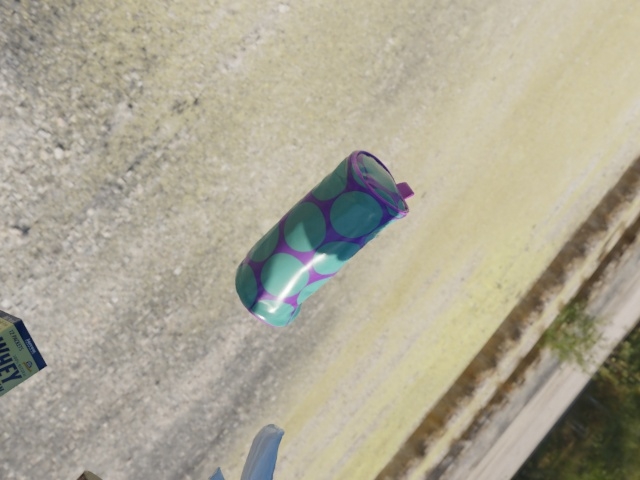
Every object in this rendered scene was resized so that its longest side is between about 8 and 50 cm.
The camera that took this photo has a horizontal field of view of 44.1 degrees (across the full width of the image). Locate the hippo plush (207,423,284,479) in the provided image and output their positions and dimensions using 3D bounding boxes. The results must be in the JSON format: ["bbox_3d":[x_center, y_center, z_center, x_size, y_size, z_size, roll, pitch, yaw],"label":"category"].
[{"bbox_3d":[-0.058,0.324,0.468,0.294,0.236,0.234,-50,179,-40],"label":"hippo plush"}]

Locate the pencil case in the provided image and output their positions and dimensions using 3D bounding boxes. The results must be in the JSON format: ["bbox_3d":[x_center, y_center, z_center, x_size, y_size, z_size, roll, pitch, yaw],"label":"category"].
[{"bbox_3d":[0.000,0.000,0.626,0.151,0.064,0.070,-43,141,24],"label":"pencil case"}]

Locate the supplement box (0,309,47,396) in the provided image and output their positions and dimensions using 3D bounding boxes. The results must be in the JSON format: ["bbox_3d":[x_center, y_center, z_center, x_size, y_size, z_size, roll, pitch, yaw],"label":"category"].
[{"bbox_3d":[-0.324,0.113,0.754,0.083,0.083,0.056,-35,118,-33],"label":"supplement box"}]

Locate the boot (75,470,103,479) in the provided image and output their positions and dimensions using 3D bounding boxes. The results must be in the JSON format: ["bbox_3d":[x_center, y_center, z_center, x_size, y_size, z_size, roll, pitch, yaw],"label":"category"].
[{"bbox_3d":[-0.207,0.273,0.689,0.114,0.106,0.037,-47,-174,-1],"label":"boot"}]
